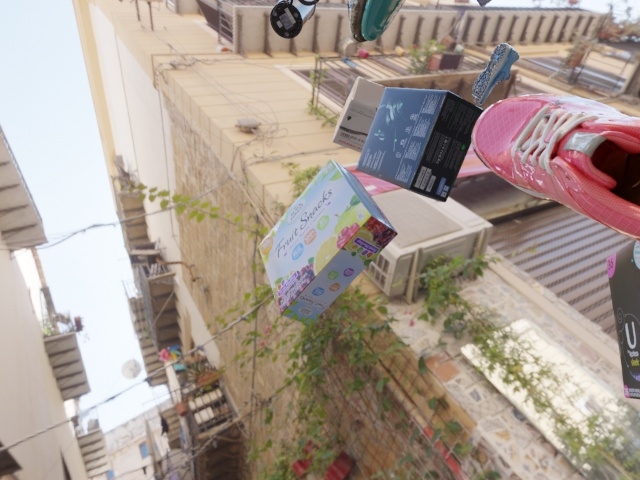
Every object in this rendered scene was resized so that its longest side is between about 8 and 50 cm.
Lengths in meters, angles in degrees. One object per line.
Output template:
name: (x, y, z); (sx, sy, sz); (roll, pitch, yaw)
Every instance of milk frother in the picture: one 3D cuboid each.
milk frother: (-0.045, -0.591, 1.082); (0.143, 0.134, 0.129); (0, -46, 20)

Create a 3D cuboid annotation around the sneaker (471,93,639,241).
sneaker: (0.248, -0.082, 0.396); (0.136, 0.314, 0.116); (17, -71, -37)

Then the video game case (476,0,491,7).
video game case: (0.397, -0.656, 0.968); (0.183, 0.023, 0.201); (40, -41, -23)

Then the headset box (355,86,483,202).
headset box: (0.241, -0.261, 1.161); (0.131, 0.283, 0.246); (14, -79, -31)

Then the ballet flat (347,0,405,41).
ballet flat: (0.159, -0.602, 0.767); (0.482, 0.182, 0.164); (-54, -18, 23)

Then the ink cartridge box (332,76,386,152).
ink cartridge box: (0.176, -0.442, 1.621); (0.197, 0.114, 0.273); (19, -22, -6)

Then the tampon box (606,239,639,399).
tampon box: (0.370, 0.079, 0.437); (0.102, 0.161, 0.120); (-2, -17, 14)

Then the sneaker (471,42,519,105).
sneaker: (0.466, -0.428, 1.157); (0.073, 0.063, 0.162); (13, -53, -19)

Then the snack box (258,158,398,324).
snack box: (0.000, 0.000, 0.702); (0.070, 0.174, 0.207); (29, -67, -36)
